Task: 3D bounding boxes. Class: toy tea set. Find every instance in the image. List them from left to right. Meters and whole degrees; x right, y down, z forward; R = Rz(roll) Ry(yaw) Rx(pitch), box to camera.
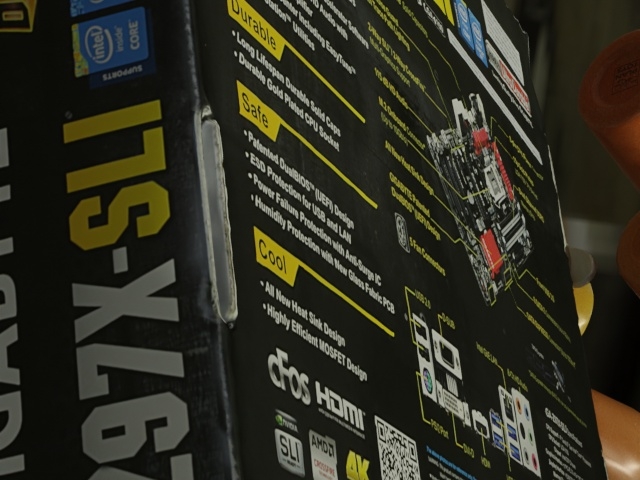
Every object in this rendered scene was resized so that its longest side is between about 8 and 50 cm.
[{"bbox_3d":[0.204,0.019,1.178,0.336,0.124,0.200,-58,-146,-6],"label":"toy tea set"}]

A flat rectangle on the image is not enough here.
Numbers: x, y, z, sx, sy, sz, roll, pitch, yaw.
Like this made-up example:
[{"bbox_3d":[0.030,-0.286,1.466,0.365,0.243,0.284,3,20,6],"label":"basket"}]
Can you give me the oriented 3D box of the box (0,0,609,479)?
[{"bbox_3d":[0.000,0.000,0.537,0.322,0.079,0.257,39,38,-61],"label":"box"}]
